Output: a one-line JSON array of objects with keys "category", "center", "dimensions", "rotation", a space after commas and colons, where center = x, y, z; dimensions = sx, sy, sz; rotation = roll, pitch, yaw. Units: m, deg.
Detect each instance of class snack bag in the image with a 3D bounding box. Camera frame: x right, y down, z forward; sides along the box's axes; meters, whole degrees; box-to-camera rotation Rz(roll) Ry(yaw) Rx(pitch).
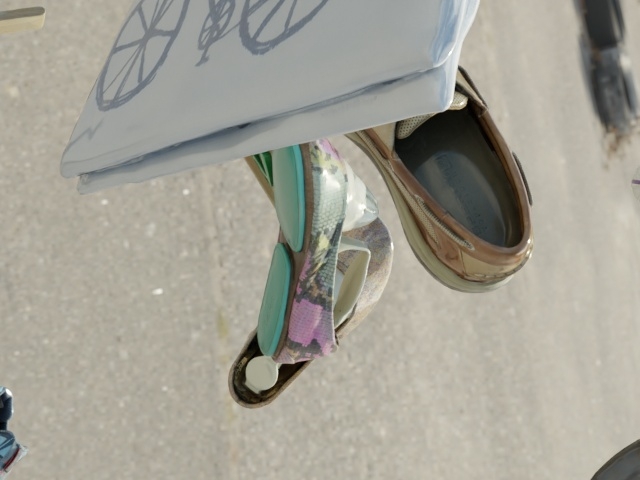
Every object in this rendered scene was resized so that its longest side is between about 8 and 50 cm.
[{"category": "snack bag", "center": [0.005, -0.189, 0.558], "dimensions": [0.037, 0.323, 0.343], "rotation": [28, 70, -28]}]

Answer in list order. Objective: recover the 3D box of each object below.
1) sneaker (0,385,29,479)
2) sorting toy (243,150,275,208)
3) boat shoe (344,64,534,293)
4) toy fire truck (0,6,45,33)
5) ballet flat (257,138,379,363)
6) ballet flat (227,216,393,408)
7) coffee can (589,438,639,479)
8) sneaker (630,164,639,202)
[{"category": "sneaker", "center": [-0.477, 0.237, 1.618], "dimensions": [0.262, 0.125, 0.104], "rotation": [46, -11, 37]}, {"category": "sorting toy", "center": [-0.096, -0.149, 1.397], "dimensions": [0.348, 0.047, 0.196], "rotation": [58, -16, 34]}, {"category": "boat shoe", "center": [0.078, -0.111, 0.961], "dimensions": [0.324, 0.123, 0.116], "rotation": [55, -13, 4]}, {"category": "toy fire truck", "center": [-0.458, -0.250, 1.500], "dimensions": [0.158, 0.217, 0.246], "rotation": [39, 64, -24]}, {"category": "ballet flat", "center": [0.000, 0.000, 0.864], "dimensions": [0.077, 0.079, 0.222], "rotation": [-116, -154, -48]}, {"category": "ballet flat", "center": [-0.018, 0.097, 1.398], "dimensions": [0.107, 0.316, 0.106], "rotation": [37, 36, 7]}, {"category": "coffee can", "center": [0.293, 0.255, 0.851], "dimensions": [0.275, 0.201, 0.202], "rotation": [42, 42, -62]}, {"category": "sneaker", "center": [0.428, 0.041, 1.259], "dimensions": [0.282, 0.161, 0.102], "rotation": [31, 1, -7]}]
